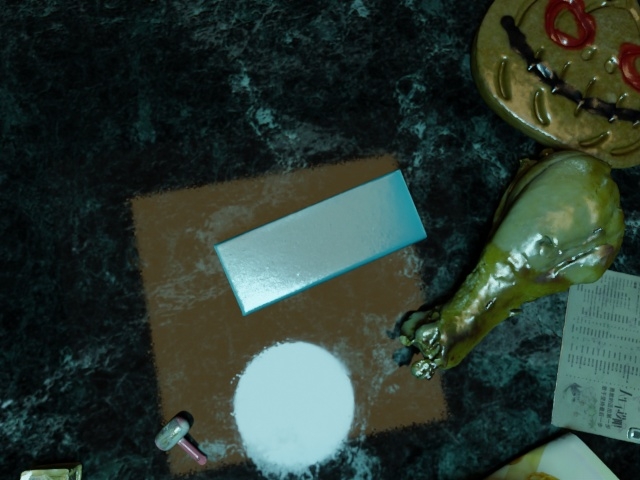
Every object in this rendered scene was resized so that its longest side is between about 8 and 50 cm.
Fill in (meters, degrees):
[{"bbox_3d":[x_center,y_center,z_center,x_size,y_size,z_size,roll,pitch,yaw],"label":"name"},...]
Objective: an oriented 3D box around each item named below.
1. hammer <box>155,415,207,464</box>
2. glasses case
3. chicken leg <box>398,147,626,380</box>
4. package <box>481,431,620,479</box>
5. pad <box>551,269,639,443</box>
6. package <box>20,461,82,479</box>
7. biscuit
[{"bbox_3d":[-0.200,0.302,0.712,0.052,0.031,0.083,-44,98,-4],"label":"hammer"},{"bbox_3d":[0.001,0.002,0.739,0.301,0.070,0.117,-22,92,-7],"label":"glasses case"},{"bbox_3d":[0.281,0.039,0.724,0.429,0.153,0.201,-45,76,0],"label":"chicken leg"},{"bbox_3d":[0.303,0.460,0.681,0.311,0.221,0.165,-28,126,-8],"label":"package"},{"bbox_3d":[0.464,0.179,0.775,0.159,0.009,0.265,11,83,-2],"label":"pad"},{"bbox_3d":[-0.381,0.385,0.679,0.071,0.047,0.131,1,82,-6],"label":"package"},{"bbox_3d":[0.439,-0.296,0.800,0.367,0.063,0.314,29,84,1],"label":"biscuit"}]
